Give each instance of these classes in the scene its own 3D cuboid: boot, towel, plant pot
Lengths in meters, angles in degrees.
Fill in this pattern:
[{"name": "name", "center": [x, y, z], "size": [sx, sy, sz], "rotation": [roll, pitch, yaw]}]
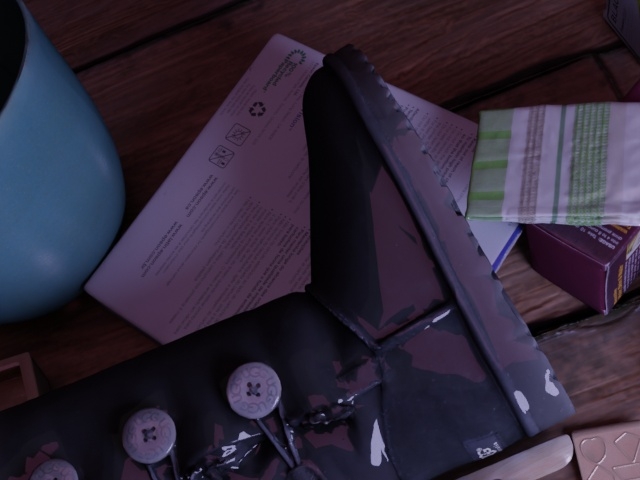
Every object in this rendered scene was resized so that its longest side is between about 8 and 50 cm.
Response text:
[{"name": "boot", "center": [-0.087, 0.083, 0.722], "size": [0.445, 0.146, 0.367], "rotation": [-29, 61, 6]}, {"name": "towel", "center": [0.197, -0.061, 0.727], "size": [0.152, 0.023, 0.113], "rotation": [1, 60, 24]}, {"name": "plant pot", "center": [-0.322, -0.055, 0.849], "size": [0.293, 0.235, 0.293], "rotation": [-13, 54, 18]}]

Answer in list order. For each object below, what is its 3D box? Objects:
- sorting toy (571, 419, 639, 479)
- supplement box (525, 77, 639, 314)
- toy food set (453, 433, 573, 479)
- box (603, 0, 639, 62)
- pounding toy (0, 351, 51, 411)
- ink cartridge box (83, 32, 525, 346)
[{"name": "sorting toy", "center": [0.246, 0.174, 0.716], "size": [0.083, 0.012, 0.062], "rotation": [-12, 64, 9]}, {"name": "supplement box", "center": [0.263, -0.045, 0.768], "size": [0.081, 0.104, 0.188], "rotation": [36, 78, 29]}, {"name": "toy food set", "center": [0.158, 0.256, 0.660], "size": [0.128, 0.071, 0.218], "rotation": [-18, 64, 9]}, {"name": "box", "center": [0.408, -0.285, 0.814], "size": [0.290, 0.169, 0.087], "rotation": [-25, 63, 1]}, {"name": "pounding toy", "center": [-0.300, 0.201, 0.820], "size": [0.130, 0.100, 0.141], "rotation": [-18, 62, -10]}, {"name": "ink cartridge box", "center": [0.000, 0.000, 0.841], "size": [0.330, 0.071, 0.324], "rotation": [30, 76, 23]}]
